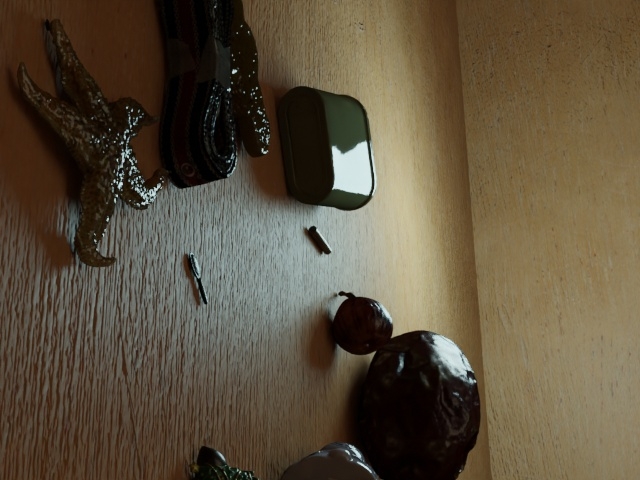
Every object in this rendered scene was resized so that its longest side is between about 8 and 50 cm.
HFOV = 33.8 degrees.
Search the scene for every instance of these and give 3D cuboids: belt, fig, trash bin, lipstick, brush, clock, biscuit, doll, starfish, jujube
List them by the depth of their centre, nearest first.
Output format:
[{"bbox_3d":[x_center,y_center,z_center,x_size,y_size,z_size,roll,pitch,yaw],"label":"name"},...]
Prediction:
[{"bbox_3d":[-0.267,-0.131,1.291,0.299,0.060,0.302,-78,153,-42],"label":"starfish"},{"bbox_3d":[-0.132,0.337,1.461,0.113,0.076,0.078,59,37,-48],"label":"doll"},{"bbox_3d":[-0.180,0.056,1.552,0.024,0.008,0.083,-60,138,-68],"label":"brush"},{"bbox_3d":[-0.180,-0.251,1.556,0.126,0.094,0.359,37,48,-67],"label":"belt"},{"bbox_3d":[-0.147,-0.289,1.751,0.183,0.047,0.320,-66,143,-50],"label":"biscuit"},{"bbox_3d":[0.023,0.425,1.802,0.254,0.189,0.189,18,64,-87],"label":"clock"},{"bbox_3d":[0.015,-0.183,2.095,0.247,0.121,0.243,1,82,-70],"label":"trash bin"},{"bbox_3d":[0.000,0.000,2.120,0.094,0.019,0.019,54,32,-54],"label":"lipstick"},{"bbox_3d":[0.087,0.168,2.153,0.150,0.128,0.128,-72,149,-65],"label":"fig"},{"bbox_3d":[0.212,0.358,2.254,0.377,0.276,0.276,-88,164,-66],"label":"jujube"}]
